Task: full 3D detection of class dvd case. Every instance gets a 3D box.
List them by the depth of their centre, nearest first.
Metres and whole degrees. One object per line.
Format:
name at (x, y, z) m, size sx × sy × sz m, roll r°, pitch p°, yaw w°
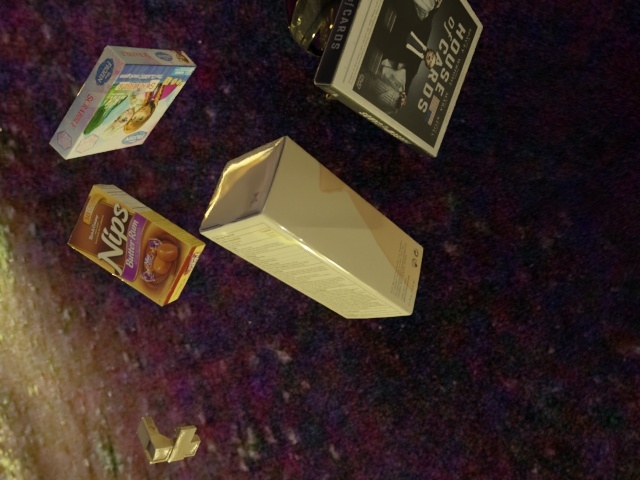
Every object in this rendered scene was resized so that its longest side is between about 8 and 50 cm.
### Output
dvd case at (0.100, -0.210, 0.547) m, size 0.029 × 0.238 × 0.179 m, roll 23°, pitch 95°, yaw 38°

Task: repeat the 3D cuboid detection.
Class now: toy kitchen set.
toy kitchen set at (-0.256, 0.326, 0.851) m, size 0.075 × 0.083 × 0.068 m, roll 40°, pitch 110°, yaw 42°

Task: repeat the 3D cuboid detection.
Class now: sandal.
sandal at (0.001, -0.404, 0.716) m, size 0.446 × 0.107 × 0.168 m, roll 94°, pitch 167°, yaw -56°

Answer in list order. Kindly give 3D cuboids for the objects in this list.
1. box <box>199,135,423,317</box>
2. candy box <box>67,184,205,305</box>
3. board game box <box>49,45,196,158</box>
box at (0.000, 0.000, 0.722) m, size 0.148 × 0.311 × 0.121 m, roll -10°, pitch 54°, yaw 44°
candy box at (-0.288, 0.005, 0.770) m, size 0.186 × 0.053 × 0.109 m, roll 31°, pitch 103°, yaw 9°
board game box at (-0.521, -0.372, 1.329) m, size 0.066 × 0.319 × 0.318 m, roll 46°, pitch 116°, yaw -1°
